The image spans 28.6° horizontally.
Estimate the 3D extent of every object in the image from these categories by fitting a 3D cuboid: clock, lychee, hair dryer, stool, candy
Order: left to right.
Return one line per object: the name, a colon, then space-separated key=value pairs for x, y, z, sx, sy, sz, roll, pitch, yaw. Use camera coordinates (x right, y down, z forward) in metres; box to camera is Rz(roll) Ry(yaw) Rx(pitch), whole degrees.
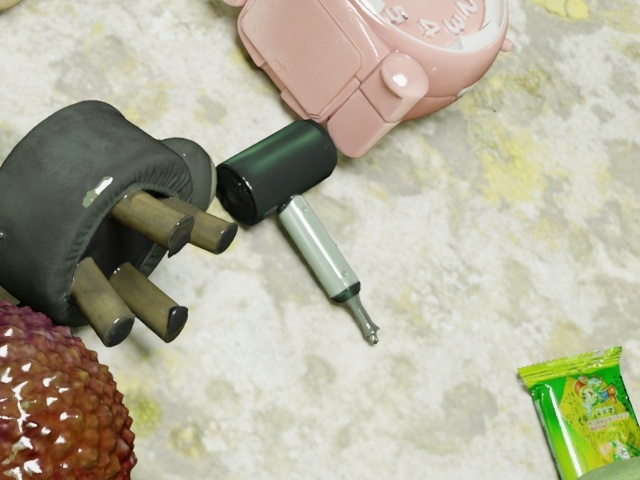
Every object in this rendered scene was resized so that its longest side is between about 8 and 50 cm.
lychee: x=-0.211 y=0.127 z=0.836 sx=0.188 sy=0.188 sz=0.188 roll=8 pitch=65 yaw=-18
stool: x=-0.140 y=-0.019 z=0.922 sx=0.139 sy=0.153 sz=0.228 roll=34 pitch=51 yaw=18
hair dryer: x=0.000 y=0.000 z=1.051 sx=0.100 sy=0.057 sz=0.198 roll=-31 pitch=90 yaw=-30
clock: x=0.054 y=-0.212 z=1.120 sx=0.241 sy=0.142 sz=0.227 roll=-34 pitch=83 yaw=-40
candy: x=0.239 y=0.183 z=1.069 sx=0.102 sy=0.032 sz=0.178 roll=-7 pitch=70 yaw=-24

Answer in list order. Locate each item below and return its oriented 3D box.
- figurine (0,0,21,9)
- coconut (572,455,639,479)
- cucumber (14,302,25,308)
figurine: x=-0.279 y=-0.282 z=1.030 sx=0.114 sy=0.108 sz=0.196 roll=13 pitch=53 yaw=-45
coconut: x=0.269 y=0.286 z=0.894 sx=0.281 sy=0.328 sz=0.328 roll=40 pitch=58 yaw=15
cucumber: x=-0.185 y=0.101 z=0.935 sx=0.133 sy=0.032 sz=0.032 roll=47 pitch=59 yaw=4
